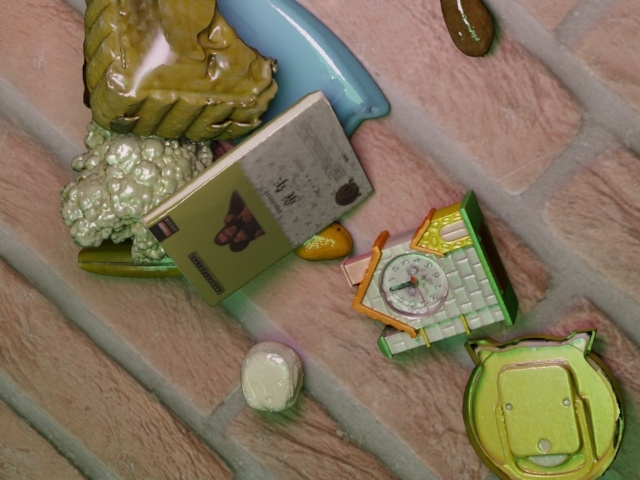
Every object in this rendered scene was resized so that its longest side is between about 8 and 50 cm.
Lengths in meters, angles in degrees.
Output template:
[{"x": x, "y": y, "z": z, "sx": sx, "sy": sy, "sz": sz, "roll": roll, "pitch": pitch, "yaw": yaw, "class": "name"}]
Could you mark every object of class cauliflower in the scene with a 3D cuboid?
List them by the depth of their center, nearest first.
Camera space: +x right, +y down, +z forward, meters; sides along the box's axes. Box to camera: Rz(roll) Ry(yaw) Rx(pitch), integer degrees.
[{"x": -0.319, "y": -0.103, "z": 1.914, "sx": 0.281, "sy": 0.327, "sz": 0.260, "roll": 3, "pitch": 122, "yaw": 40, "class": "cauliflower"}]

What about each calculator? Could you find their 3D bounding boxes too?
[{"x": -0.091, "y": -0.275, "z": 1.910, "sx": 0.386, "sy": 0.054, "sz": 0.256, "roll": 42, "pitch": 114, "yaw": 2, "class": "calculator"}]

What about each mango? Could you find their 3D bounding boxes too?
[{"x": 0.000, "y": 0.000, "z": 1.979, "sx": 0.114, "sy": 0.057, "sz": 0.079, "roll": 12, "pitch": 104, "yaw": 6, "class": "mango"}]

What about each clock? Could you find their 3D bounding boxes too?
[{"x": 0.176, "y": 0.068, "z": 1.932, "sx": 0.255, "sy": 0.106, "sz": 0.220, "roll": -21, "pitch": 103, "yaw": 20, "class": "clock"}, {"x": 0.387, "y": 0.292, "z": 1.976, "sx": 0.277, "sy": 0.071, "sz": 0.293, "roll": -1, "pitch": 97, "yaw": 23, "class": "clock"}]

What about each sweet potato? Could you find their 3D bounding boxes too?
[{"x": 0.201, "y": -0.390, "z": 1.794, "sx": 0.081, "sy": 0.062, "sz": 0.233, "roll": -34, "pitch": 95, "yaw": 23, "class": "sweet potato"}]

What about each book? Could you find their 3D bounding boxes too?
[{"x": -0.090, "y": -0.061, "z": 1.860, "sx": 0.352, "sy": 0.035, "sz": 0.239, "roll": -37, "pitch": 134, "yaw": -4, "class": "book"}]

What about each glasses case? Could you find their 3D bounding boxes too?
[{"x": -0.323, "y": 0.032, "z": 2.057, "sx": 0.234, "sy": 0.079, "sz": 0.064, "roll": 1, "pitch": 102, "yaw": 13, "class": "glasses case"}]

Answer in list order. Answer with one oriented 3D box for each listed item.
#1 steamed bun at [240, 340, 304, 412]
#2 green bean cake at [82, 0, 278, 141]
[{"x": -0.088, "y": 0.240, "z": 2.064, "sx": 0.112, "sy": 0.091, "sz": 0.130, "roll": 5, "pitch": 108, "yaw": 14, "class": "steamed bun"}, {"x": -0.212, "y": -0.321, "z": 1.775, "sx": 0.285, "sy": 0.202, "sz": 0.310, "roll": -1, "pitch": 76, "yaw": -24, "class": "green bean cake"}]
